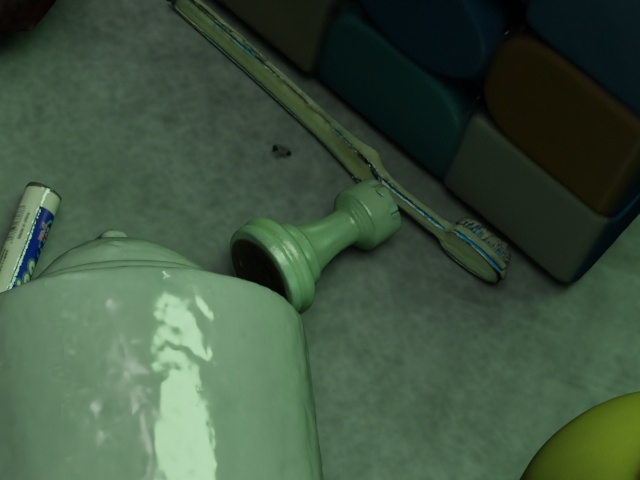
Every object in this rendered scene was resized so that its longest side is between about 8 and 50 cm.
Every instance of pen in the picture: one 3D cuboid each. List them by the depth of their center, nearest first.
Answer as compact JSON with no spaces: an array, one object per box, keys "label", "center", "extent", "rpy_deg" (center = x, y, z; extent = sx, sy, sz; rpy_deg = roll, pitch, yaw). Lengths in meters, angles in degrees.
[{"label":"pen","center":[-0.202,0.057,1.208],"extent":[0.025,0.025,0.204],"rpy_deg":[17,65,-1]}]

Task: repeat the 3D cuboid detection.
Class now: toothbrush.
[{"label":"toothbrush","center":[0.009,-0.070,1.295],"extent":[0.294,0.026,0.028],"rpy_deg":[39,48,8]}]

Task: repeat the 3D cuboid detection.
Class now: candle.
[{"label":"candle","center":[-0.103,0.136,1.083],"extent":[0.221,0.221,0.342],"rpy_deg":[-3,67,-10]}]

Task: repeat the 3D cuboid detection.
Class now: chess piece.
[{"label":"chess piece","center":[0.000,0.000,1.246],"extent":[0.103,0.067,0.067],"rpy_deg":[-31,74,-29]}]

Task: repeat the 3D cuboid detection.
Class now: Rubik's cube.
[{"label":"Rubik's cube","center":[0.166,-0.246,1.222],"extent":[0.344,0.346,0.347],"rpy_deg":[39,67,9]}]

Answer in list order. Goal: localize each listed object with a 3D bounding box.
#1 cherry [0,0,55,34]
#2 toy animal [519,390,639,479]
[{"label":"cherry","center":[-0.248,-0.251,1.249],"extent":[0.213,0.183,0.266],"rpy_deg":[-33,98,1]},{"label":"toy animal","center":[0.192,0.193,1.125],"extent":[0.191,0.216,0.338],"rpy_deg":[31,66,35]}]
